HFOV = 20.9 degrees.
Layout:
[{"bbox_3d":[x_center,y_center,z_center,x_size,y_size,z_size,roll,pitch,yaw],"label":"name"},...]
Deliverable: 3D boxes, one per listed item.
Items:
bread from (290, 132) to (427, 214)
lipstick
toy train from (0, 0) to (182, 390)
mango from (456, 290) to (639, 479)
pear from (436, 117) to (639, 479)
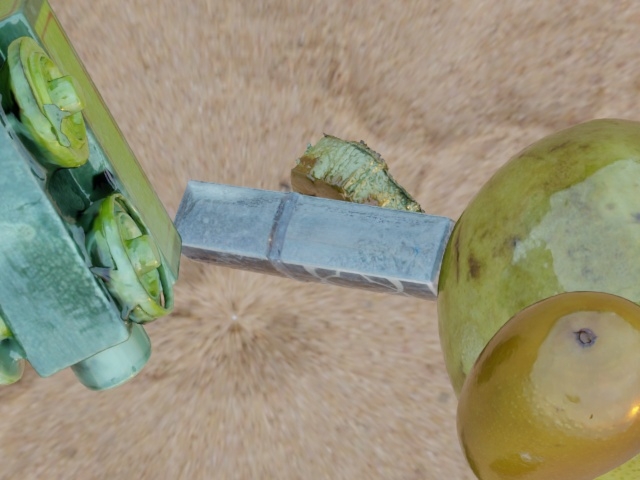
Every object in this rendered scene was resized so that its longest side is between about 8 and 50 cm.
[{"bbox_3d":[0.032,-0.048,1.747,0.069,0.140,0.128,-46,118,-12],"label":"bread"},{"bbox_3d":[0.000,0.000,1.621,0.289,0.077,0.076,7,72,29],"label":"lipstick"},{"bbox_3d":[-0.195,-0.032,1.126,0.159,0.188,0.272,-24,113,9],"label":"toy train"},{"bbox_3d":[0.124,0.086,0.905,0.102,0.184,0.085,9,62,-6],"label":"mango"},{"bbox_3d":[0.240,0.065,1.363,0.304,0.304,0.304,0,87,-3],"label":"pear"}]
